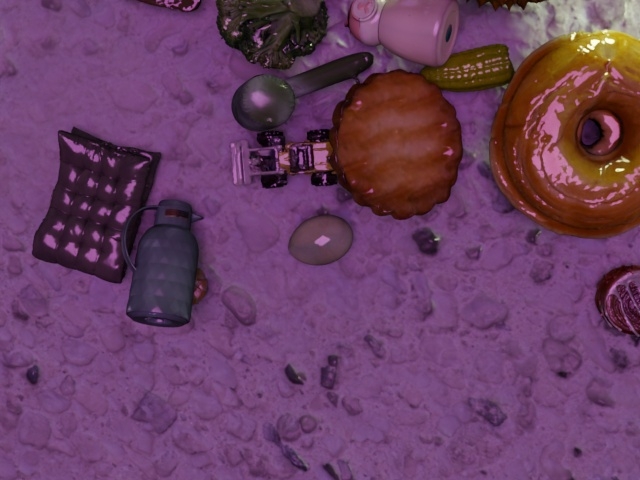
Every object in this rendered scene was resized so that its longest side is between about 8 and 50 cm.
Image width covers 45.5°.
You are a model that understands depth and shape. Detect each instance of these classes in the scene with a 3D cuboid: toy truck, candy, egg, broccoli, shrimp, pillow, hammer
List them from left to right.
[{"bbox_3d":[-0.530,-0.083,1.788,0.228,0.101,0.326,18,99,2],"label":"pillow"},{"bbox_3d":[-0.355,0.092,1.819,0.180,0.041,0.099,20,95,4],"label":"shrimp"},{"bbox_3d":[-0.096,-0.505,1.641,0.269,0.242,0.261,13,93,-41],"label":"broccoli"},{"bbox_3d":[-0.071,-0.185,1.727,0.286,0.111,0.136,-4,94,5],"label":"toy truck"},{"bbox_3d":[-0.030,-0.341,1.691,0.336,0.206,0.118,-23,102,-11],"label":"hammer"},{"bbox_3d":[0.000,0.000,1.739,0.152,0.114,0.114,-16,95,6],"label":"egg"},{"bbox_3d":[0.321,-0.374,1.683,0.210,0.097,0.096,-6,96,12],"label":"candy"}]

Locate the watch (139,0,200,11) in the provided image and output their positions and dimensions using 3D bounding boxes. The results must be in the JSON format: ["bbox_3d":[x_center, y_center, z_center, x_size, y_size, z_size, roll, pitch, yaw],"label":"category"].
[{"bbox_3d":[-0.345,-0.675,1.589,0.314,0.327,0.335,15,98,4],"label":"watch"}]

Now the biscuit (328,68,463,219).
[{"bbox_3d":[0.160,-0.206,1.666,0.326,0.107,0.325,-1,92,-24],"label":"biscuit"}]

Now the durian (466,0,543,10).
[{"bbox_3d":[0.379,-0.626,1.521,0.385,0.347,0.347,23,98,-14],"label":"durian"}]

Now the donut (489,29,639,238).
[{"bbox_3d":[0.580,-0.222,1.623,0.449,0.198,0.448,0,98,2],"label":"donut"}]

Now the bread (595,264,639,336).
[{"bbox_3d":[0.702,0.134,1.712,0.161,0.073,0.160,1,97,6],"label":"bread"}]

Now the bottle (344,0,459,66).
[{"bbox_3d":[0.167,-0.468,1.642,0.237,0.147,0.147,17,98,19],"label":"bottle"}]

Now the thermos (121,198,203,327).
[{"bbox_3d":[-0.366,0.045,1.737,0.182,0.145,0.286,12,71,-26],"label":"thermos"}]
